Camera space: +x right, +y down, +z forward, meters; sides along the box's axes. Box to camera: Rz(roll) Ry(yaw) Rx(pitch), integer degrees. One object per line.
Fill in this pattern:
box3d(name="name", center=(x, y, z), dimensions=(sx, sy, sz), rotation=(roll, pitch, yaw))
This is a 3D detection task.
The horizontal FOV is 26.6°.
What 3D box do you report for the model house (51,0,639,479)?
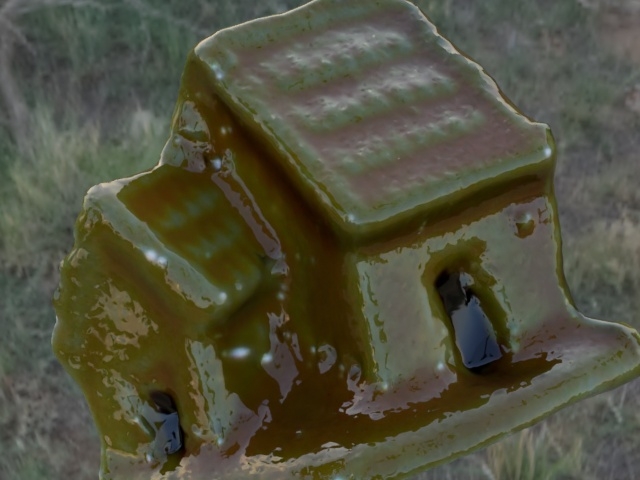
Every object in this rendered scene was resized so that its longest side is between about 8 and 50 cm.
box3d(name="model house", center=(-0.007, 0.004, 0.695), dimensions=(0.268, 0.239, 0.173), rotation=(-20, 10, -22))
